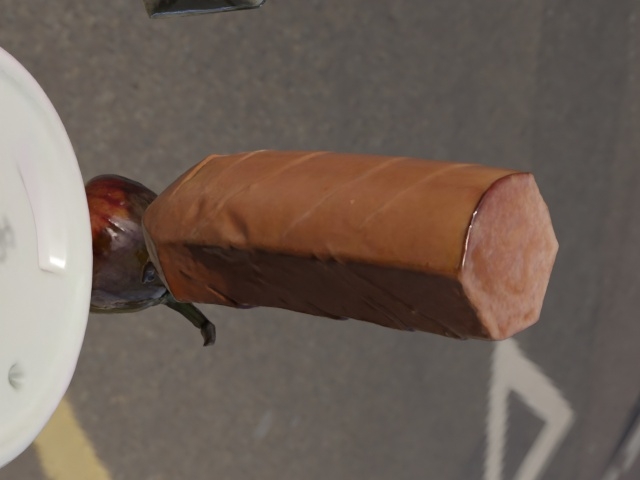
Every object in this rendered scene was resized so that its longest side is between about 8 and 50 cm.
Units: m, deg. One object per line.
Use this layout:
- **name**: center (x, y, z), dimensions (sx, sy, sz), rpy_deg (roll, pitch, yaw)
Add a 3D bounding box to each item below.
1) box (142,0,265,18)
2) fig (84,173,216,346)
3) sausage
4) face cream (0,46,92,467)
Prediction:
- **box**: center (-0.036, -0.113, 0.479), dimensions (0.045, 0.062, 0.098), rpy_deg (-36, 110, -34)
- **fig**: center (-0.206, 0.009, 1.805), dimensions (0.148, 0.202, 0.149), rpy_deg (-138, -120, -66)
- **sausage**: center (0.000, -0.001, 0.633), dimensions (0.065, 0.169, 0.065), rpy_deg (-10, 103, -51)
- **face cream**: center (-0.225, 0.008, 0.430), dimensions (0.102, 0.345, 0.102), rpy_deg (-2, 90, -65)
